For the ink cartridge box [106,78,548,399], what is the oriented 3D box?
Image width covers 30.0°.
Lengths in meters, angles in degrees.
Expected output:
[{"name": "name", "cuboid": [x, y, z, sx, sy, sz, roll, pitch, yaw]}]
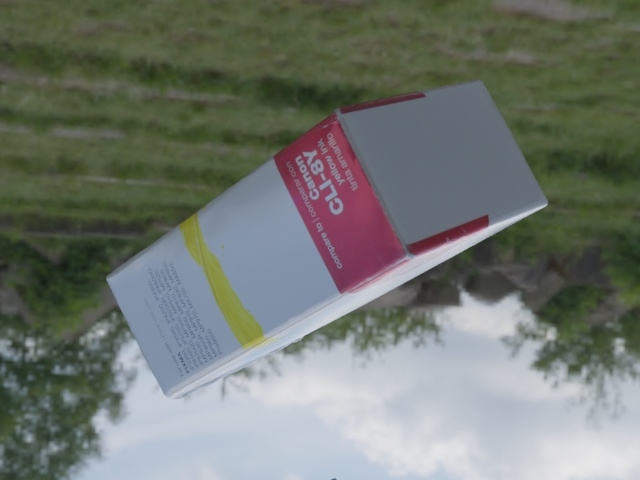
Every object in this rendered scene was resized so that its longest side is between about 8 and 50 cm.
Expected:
[{"name": "ink cartridge box", "cuboid": [0.000, 0.000, 1.274, 0.385, 0.160, 0.279, -32, 172, 38]}]

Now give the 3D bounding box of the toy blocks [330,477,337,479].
[{"name": "toy blocks", "cuboid": [0.058, 0.280, 1.072, 0.123, 0.148, 0.054, -15, -164, 40]}]
